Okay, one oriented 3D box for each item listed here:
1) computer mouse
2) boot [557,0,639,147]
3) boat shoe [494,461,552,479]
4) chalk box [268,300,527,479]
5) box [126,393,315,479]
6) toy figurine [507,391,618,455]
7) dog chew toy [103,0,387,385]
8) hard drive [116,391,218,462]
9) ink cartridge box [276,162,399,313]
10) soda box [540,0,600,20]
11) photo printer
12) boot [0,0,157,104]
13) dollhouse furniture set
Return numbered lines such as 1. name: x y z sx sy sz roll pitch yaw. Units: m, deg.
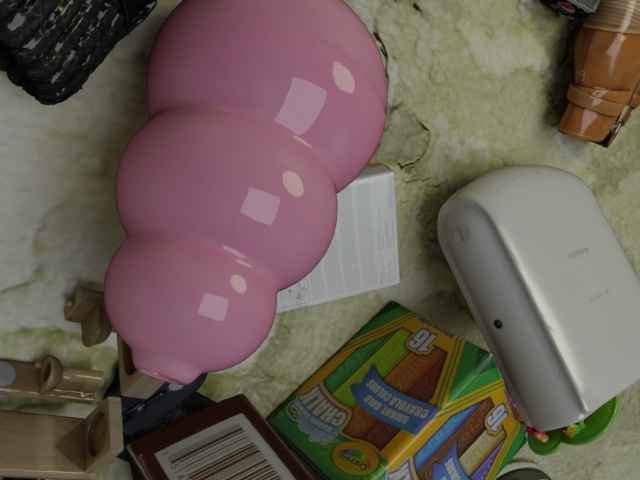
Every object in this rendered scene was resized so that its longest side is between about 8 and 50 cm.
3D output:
1. computer mouse: -0.208 0.183 0.666 0.242 0.041 0.071 -41 108 -12
2. boot: 0.452 -0.234 0.971 0.283 0.109 0.220 -1 111 -42
3. boat shoe: 0.277 0.437 1.090 0.304 0.091 0.109 -5 109 -35
4. chalk box: 0.071 0.250 0.820 0.289 0.180 0.179 -41 126 -19
5. box: -0.084 0.375 0.717 0.143 0.191 0.382 -20 124 -27
6. toy figurine: 0.350 0.242 1.084 0.159 0.130 0.173 36 108 -25
7. dog chew toy: -0.069 -0.049 0.557 0.206 0.206 0.332 35 64 -39
8. hard drive: -0.145 0.215 0.750 0.135 0.022 0.094 41 80 -38
9. ink cartridge box: 0.000 0.000 0.780 0.179 0.045 0.146 -11 114 -13
10. soda box: 0.346 -0.369 0.864 0.060 0.053 0.169 25 92 -7
11. photo printer: 0.290 0.048 0.867 0.256 0.107 0.308 -14 75 -40
12. boot: -0.202 -0.293 0.458 0.260 0.131 0.348 -44 127 -16
13. dollhouse furniture set: -0.218 0.100 0.580 0.123 0.144 0.151 19 131 -38
